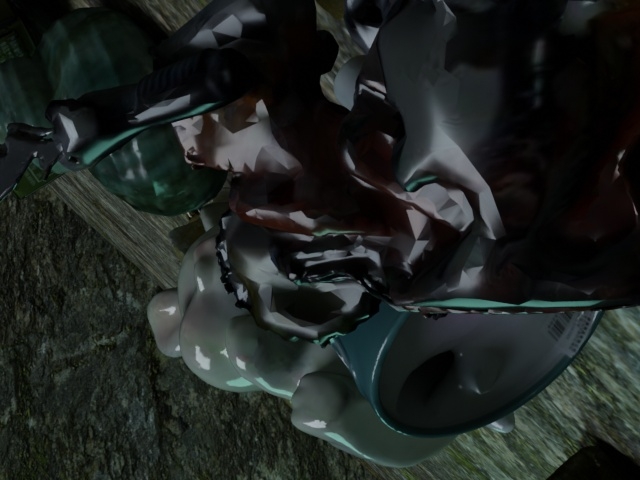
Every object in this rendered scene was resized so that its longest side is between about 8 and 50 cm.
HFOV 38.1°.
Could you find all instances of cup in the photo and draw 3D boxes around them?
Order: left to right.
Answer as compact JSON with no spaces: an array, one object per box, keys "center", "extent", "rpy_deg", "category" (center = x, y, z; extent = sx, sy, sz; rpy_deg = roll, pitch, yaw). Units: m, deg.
[{"center":[0.064,0.009,0.589],"extent":[0.173,0.168,0.299],"rpy_deg":[50,168,44],"category":"cup"}]

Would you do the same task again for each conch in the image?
[{"center":[-0.228,-0.132,0.963],"extent":[0.195,0.277,0.220],"rpy_deg":[-104,20,-49],"category":"conch"}]

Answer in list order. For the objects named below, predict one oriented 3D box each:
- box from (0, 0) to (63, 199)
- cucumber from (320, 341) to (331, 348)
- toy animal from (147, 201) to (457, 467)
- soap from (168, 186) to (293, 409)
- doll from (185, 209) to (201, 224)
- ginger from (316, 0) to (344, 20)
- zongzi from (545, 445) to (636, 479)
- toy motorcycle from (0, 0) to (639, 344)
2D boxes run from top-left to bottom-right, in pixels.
[{"center":[-0.490,-0.287,1.206],"extent":[0.373,0.138,0.420],"rpy_deg":[53,167,12],"category":"box"},{"center":[0.000,0.000,0.726],"extent":[0.070,0.046,0.220],"rpy_deg":[112,158,-52],"category":"cucumber"},{"center":[-0.023,0.072,0.884],"extent":[0.368,0.196,0.241],"rpy_deg":[22,165,33],"category":"toy animal"},{"center":[-0.035,0.092,1.165],"extent":[0.259,0.143,0.281],"rpy_deg":[29,155,44],"category":"soap"},{"center":[-0.191,-0.039,1.437],"extent":[0.061,0.051,0.093],"rpy_deg":[61,-173,-52],"category":"doll"},{"center":[-0.048,-0.226,0.416],"extent":[0.299,0.065,0.118],"rpy_deg":[48,172,-28],"category":"ginger"},{"center":[0.323,0.336,0.870],"extent":[0.241,0.111,0.247],"rpy_deg":[43,168,41],"category":"zongzi"},{"center":[0.009,-0.054,0.390],"extent":[0.401,0.134,0.207],"rpy_deg":[-10,103,31],"category":"toy motorcycle"}]
